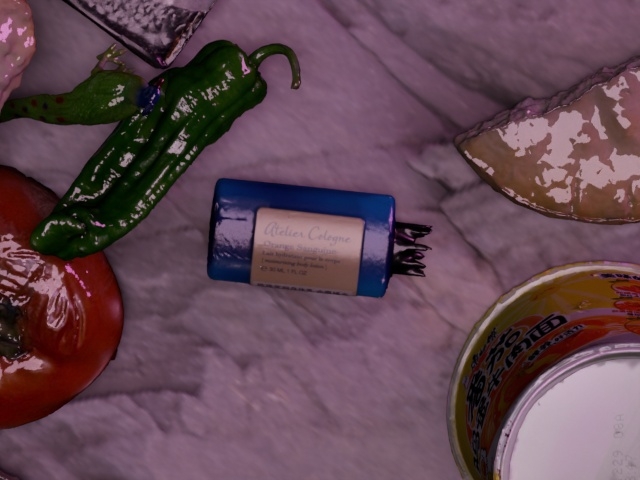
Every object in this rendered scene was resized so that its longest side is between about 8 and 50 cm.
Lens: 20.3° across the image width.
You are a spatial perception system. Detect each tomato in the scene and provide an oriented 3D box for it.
[{"bbox_3d":[-0.275,0.055,1.472,0.228,0.101,0.228,0,101,-1],"label":"tomato"}]

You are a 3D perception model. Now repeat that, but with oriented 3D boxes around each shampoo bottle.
[{"bbox_3d":[0.000,0.000,1.478,0.183,0.050,0.087,6,96,1],"label":"shampoo bottle"}]

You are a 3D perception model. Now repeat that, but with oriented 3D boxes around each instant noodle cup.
[{"bbox_3d":[0.232,0.156,1.422,0.264,0.200,0.264,0,98,3],"label":"instant noodle cup"}]

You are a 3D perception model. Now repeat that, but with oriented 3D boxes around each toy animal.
[{"bbox_3d":[-0.195,-0.121,1.443,0.217,0.075,0.041,0,135,39],"label":"toy animal"}]

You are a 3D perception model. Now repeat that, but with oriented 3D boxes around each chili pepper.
[{"bbox_3d":[-0.129,-0.075,1.435,0.257,0.100,0.074,-48,113,-8],"label":"chili pepper"}]

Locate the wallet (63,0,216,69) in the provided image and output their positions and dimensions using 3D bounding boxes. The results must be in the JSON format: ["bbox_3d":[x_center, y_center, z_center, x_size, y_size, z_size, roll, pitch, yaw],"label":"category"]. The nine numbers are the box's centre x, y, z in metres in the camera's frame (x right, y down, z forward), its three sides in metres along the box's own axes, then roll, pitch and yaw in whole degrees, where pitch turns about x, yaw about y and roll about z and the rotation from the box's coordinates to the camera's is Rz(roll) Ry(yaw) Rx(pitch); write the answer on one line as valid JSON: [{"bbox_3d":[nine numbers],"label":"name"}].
[{"bbox_3d":[-0.169,-0.296,1.435,0.262,0.071,0.221,35,93,-7],"label":"wallet"}]

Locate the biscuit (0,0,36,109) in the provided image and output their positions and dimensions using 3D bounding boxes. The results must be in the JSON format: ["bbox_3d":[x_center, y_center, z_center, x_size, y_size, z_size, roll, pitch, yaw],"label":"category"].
[{"bbox_3d":[-0.469,-0.094,1.410,0.446,0.104,0.429,35,98,10],"label":"biscuit"}]

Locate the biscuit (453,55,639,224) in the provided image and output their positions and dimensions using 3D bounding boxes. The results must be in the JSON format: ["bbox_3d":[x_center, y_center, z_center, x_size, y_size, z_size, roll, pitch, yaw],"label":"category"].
[{"bbox_3d":[0.266,-0.085,1.463,0.289,0.038,0.141,-25,98,5],"label":"biscuit"}]

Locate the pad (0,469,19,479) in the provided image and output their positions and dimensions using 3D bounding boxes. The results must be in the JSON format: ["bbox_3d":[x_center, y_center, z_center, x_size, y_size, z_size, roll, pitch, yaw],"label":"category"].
[{"bbox_3d":[-0.304,0.343,1.549,0.284,0.018,0.286,33,99,-9],"label":"pad"}]
